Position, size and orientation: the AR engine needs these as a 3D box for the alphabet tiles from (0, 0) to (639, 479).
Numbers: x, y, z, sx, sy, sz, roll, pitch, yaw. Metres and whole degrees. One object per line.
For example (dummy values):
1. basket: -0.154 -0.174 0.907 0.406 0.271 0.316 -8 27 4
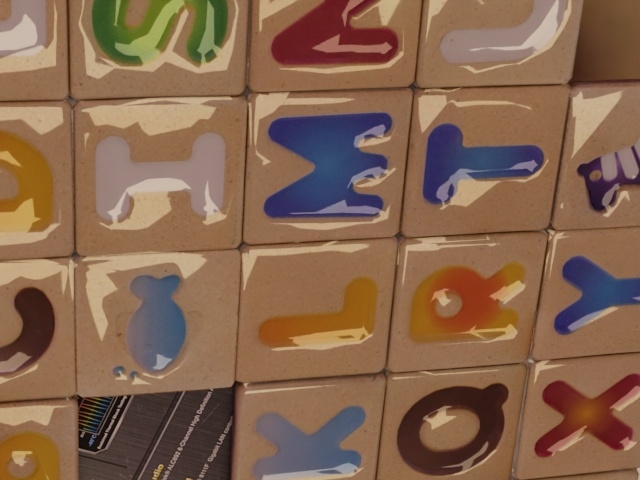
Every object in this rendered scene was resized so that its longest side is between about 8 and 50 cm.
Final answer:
1. alphabet tiles: 0.000 0.000 0.348 0.198 0.009 0.237 -3 119 -13

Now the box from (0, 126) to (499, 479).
1. box: -0.085 0.072 0.405 0.183 0.056 0.231 18 113 -23
